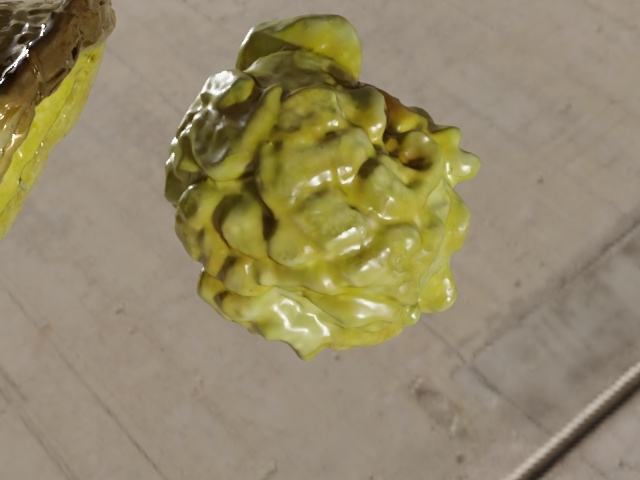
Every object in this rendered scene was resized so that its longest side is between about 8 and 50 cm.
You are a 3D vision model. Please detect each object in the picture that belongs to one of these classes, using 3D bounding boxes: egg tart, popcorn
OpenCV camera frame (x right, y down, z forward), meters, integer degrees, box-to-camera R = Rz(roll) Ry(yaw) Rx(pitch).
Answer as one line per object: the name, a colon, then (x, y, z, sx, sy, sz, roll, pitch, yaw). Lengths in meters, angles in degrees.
egg tart: (-0.316, -0.116, 1.251, 0.132, 0.345, 0.345, 34, -123, -5)
popcorn: (0.006, -0.036, 0.935, 0.181, 0.235, 0.217, -36, -140, 49)
